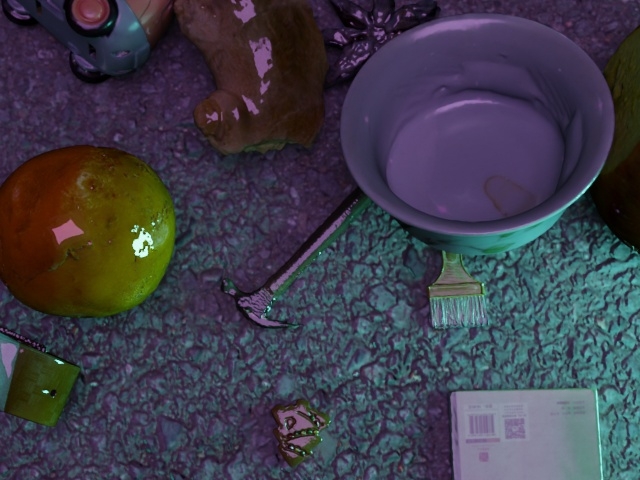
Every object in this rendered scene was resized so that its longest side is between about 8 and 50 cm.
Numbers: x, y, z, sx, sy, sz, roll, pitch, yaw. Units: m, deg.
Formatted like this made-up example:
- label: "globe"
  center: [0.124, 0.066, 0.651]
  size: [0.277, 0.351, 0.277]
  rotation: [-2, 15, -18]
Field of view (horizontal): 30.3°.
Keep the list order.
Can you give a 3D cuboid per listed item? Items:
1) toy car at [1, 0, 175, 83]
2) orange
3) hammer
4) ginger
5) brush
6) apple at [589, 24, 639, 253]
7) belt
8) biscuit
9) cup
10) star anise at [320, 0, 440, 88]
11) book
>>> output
- label: "toy car"
  center: [-0.308, -0.365, 1.600]
  size: [0.270, 0.180, 0.212]
  rotation: [40, 73, 2]
- label: "orange"
  center: [-0.305, -0.010, 1.520]
  size: [0.240, 0.240, 0.240]
  rotation: [0, 83, -3]
- label: "hammer"
  center: [0.000, 0.000, 1.638]
  size: [0.125, 0.027, 0.297]
  rotation: [42, 83, 3]
- label: "ginger"
  center: [-0.095, -0.230, 1.584]
  size: [0.221, 0.130, 0.275]
  rotation: [-45, 105, -13]
- label: "brush"
  center: [0.183, 0.015, 1.651]
  size: [0.083, 0.010, 0.218]
  rotation: [-5, 83, -3]
- label: "apple"
  center: [0.526, -0.157, 1.553]
  size: [0.384, 0.374, 0.374]
  rotation: [-20, 83, 35]
- label: "belt"
  center: [-0.445, 0.154, 1.519]
  size: [0.261, 0.184, 0.105]
  rotation: [24, 83, 0]
- label: "biscuit"
  center: [-0.032, 0.262, 1.609]
  size: [0.082, 0.016, 0.092]
  rotation: [14, 81, -1]
- label: "cup"
  center: [0.206, -0.116, 1.564]
  size: [0.347, 0.163, 0.347]
  rotation: [-4, 59, 7]
- label: "star anise"
  center: [0.076, -0.288, 1.658]
  size: [0.205, 0.061, 0.180]
  rotation: [-16, 84, -4]
- label: "book"
  center: [0.283, 0.343, 1.609]
  size: [0.215, 0.025, 0.282]
  rotation: [0, 82, -2]
